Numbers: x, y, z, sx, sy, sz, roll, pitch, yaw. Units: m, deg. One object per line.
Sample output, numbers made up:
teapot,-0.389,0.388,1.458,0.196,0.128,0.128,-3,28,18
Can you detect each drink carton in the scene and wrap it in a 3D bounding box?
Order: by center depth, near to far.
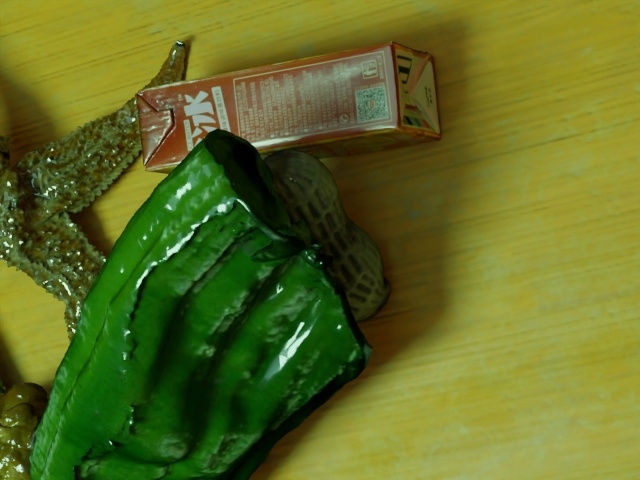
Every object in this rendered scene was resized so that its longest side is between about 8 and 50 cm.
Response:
drink carton,-0.025,-0.100,1.503,0.223,0.096,0.071,-8,85,24

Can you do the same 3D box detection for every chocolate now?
chocolate,0.000,0.000,1.471,0.072,0.072,0.167,-16,125,23

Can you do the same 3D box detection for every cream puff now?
cream puff,-0.255,0.181,1.587,0.094,0.122,0.116,-14,99,23

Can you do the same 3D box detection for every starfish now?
starfish,-0.289,-0.058,1.592,0.293,0.084,0.301,16,96,6

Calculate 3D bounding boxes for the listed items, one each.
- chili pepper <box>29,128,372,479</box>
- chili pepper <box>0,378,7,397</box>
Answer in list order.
chili pepper,-0.102,0.084,1.446,0.167,0.213,0.385,56,132,35
chili pepper,-0.366,-0.004,1.672,0.085,0.076,0.359,-35,74,45
